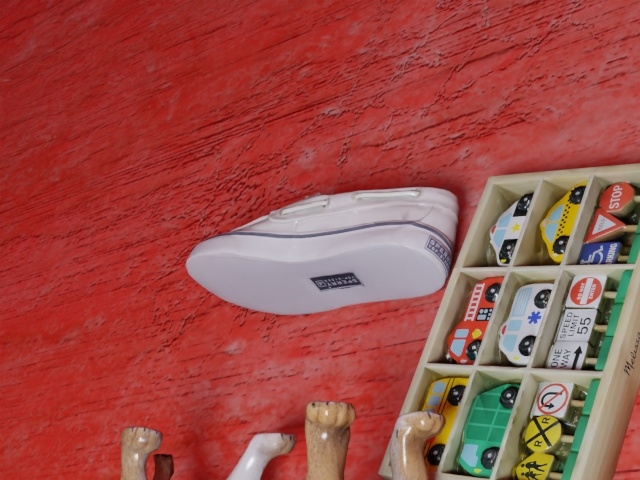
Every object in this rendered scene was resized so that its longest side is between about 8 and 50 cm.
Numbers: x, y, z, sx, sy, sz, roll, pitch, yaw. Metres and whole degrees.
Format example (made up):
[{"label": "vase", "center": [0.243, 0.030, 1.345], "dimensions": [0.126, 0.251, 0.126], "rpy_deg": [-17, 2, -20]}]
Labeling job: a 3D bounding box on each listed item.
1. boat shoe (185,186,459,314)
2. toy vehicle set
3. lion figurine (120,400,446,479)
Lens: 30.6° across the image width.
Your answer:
[{"label": "boat shoe", "center": [0.000, 0.000, 1.022], "dimensions": [0.267, 0.096, 0.088], "rpy_deg": [-10, 45, 39]}, {"label": "toy vehicle set", "center": [0.157, 0.064, 0.843], "dimensions": [0.166, 0.035, 0.267], "rpy_deg": [-4, 53, 44]}, {"label": "lion figurine", "center": [-0.027, 0.241, 0.797], "dimensions": [0.392, 0.142, 0.240], "rpy_deg": [-21, 62, 54]}]
